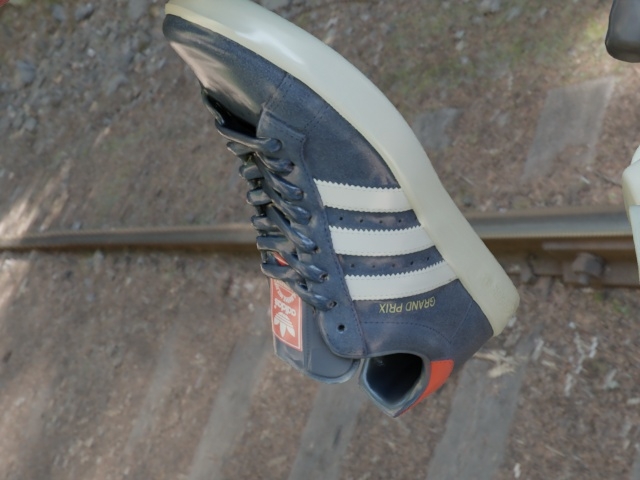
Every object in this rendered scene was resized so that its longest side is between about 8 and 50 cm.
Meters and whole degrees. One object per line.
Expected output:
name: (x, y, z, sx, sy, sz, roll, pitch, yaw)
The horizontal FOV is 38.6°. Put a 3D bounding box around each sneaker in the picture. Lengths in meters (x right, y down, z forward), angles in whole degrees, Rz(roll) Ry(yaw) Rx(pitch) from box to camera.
sneaker: (0.000, 0.000, 0.585, 0.148, 0.350, 0.131, -49, 35, -7)

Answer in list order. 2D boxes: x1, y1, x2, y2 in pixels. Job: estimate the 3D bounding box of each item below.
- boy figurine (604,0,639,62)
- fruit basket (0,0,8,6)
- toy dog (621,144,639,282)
boy figurine: (0.215, -0.022, 0.246, 0.285, 0.177, 0.092, 44, 146, 32)
fruit basket: (-0.156, -0.203, 0.449, 0.353, 0.165, 0.327, -19, 11, 10)
toy dog: (0.512, 0.021, 0.866, 0.408, 0.284, 0.395, -8, 40, 18)
